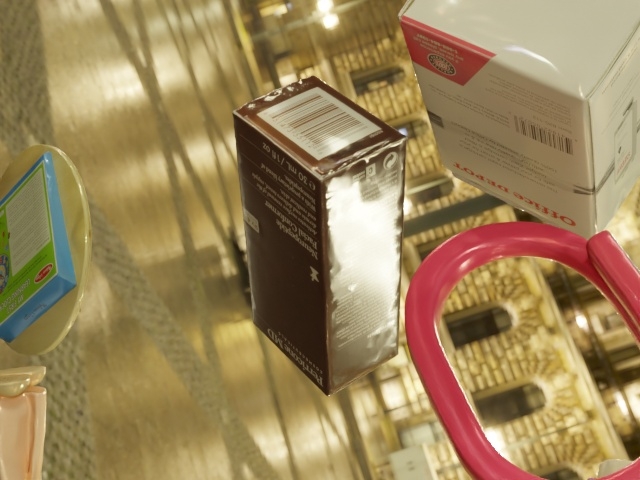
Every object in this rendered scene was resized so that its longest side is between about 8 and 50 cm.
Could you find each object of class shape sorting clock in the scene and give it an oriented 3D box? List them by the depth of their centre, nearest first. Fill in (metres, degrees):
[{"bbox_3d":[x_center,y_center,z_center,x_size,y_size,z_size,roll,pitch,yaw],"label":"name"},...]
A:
[{"bbox_3d":[-0.278,0.009,0.945,0.040,0.206,0.206,10,52,-42],"label":"shape sorting clock"}]

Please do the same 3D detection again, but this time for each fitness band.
[{"bbox_3d":[0.190,0.099,0.821,0.054,0.209,0.291,63,3,-51],"label":"fitness band"}]

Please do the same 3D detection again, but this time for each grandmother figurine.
[{"bbox_3d":[-0.427,0.362,1.371,0.208,0.104,0.342,-24,111,-77],"label":"grandmother figurine"}]

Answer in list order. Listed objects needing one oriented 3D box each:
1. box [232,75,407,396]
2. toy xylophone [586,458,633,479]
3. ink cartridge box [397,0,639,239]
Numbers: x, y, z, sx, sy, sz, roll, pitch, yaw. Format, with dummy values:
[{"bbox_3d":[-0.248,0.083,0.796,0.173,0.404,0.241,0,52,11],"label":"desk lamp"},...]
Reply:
[{"bbox_3d":[0.000,0.000,1.278,0.191,0.143,0.381,39,-33,38],"label":"box"},{"bbox_3d":[0.478,0.326,1.183,0.236,0.323,0.081,-61,141,-23],"label":"toy xylophone"},{"bbox_3d":[0.214,-0.143,0.981,0.207,0.117,0.283,30,-14,27],"label":"ink cartridge box"}]
